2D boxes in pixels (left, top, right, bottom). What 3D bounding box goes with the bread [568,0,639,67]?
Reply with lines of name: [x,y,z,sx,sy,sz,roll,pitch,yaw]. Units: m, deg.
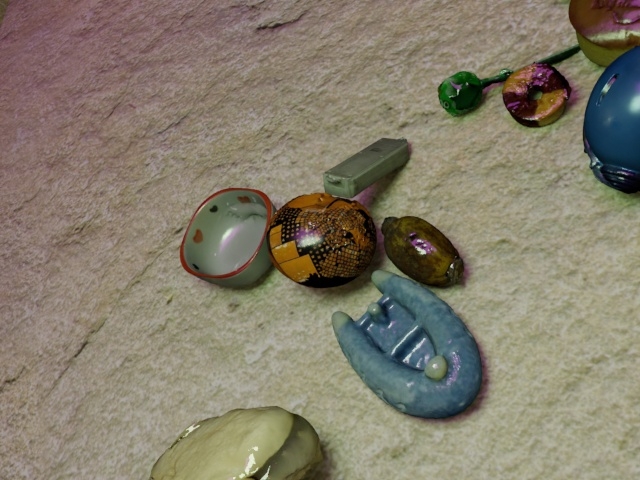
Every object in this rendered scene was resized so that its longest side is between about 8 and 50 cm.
bread: [0.639,-0.460,1.194,0.269,0.148,0.270,-14,56,22]

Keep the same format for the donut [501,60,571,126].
donut: [0.453,-0.300,1.259,0.140,0.059,0.141,-11,63,22]

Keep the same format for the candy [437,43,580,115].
candy: [0.417,-0.366,1.327,0.323,0.097,0.097,-19,54,8]

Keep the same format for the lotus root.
lotus root: [0.191,0.018,1.185,0.120,0.120,0.209,-48,53,-4]

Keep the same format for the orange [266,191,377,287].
orange: [0.000,0.000,1.243,0.234,0.182,0.234,4,26,-2]

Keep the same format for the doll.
doll: [0.595,-0.198,1.005,0.310,0.240,0.284,48,120,45]

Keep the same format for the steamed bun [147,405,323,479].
steamed bun: [-0.161,0.466,1.037,0.324,0.230,0.372,-17,24,38]

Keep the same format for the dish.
dish: [-0.195,0.004,1.417,0.256,0.117,0.256,-14,56,22]

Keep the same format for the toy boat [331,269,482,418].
toy boat: [0.150,0.183,1.108,0.215,0.123,0.330,-42,49,-1]

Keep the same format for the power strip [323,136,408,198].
power strip: [0.102,-0.159,1.302,0.078,0.052,0.272,15,35,33]
